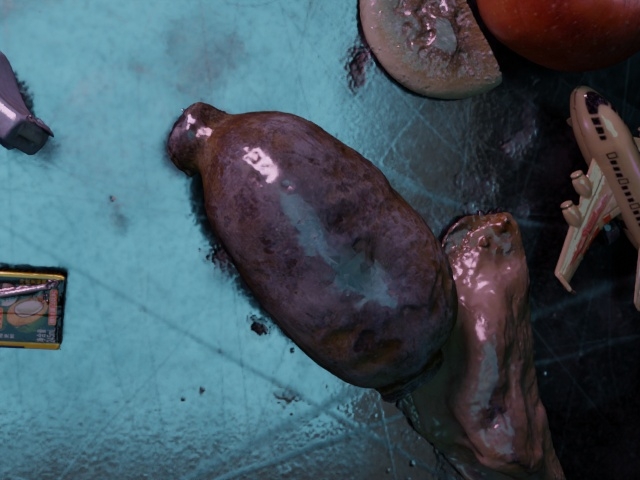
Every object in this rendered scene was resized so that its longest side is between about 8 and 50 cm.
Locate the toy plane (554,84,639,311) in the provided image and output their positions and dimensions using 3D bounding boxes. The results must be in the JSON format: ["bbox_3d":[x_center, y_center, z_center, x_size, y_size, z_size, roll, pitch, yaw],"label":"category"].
[{"bbox_3d":[0.320,-0.054,0.967,0.229,0.092,0.244,-34,99,-8],"label":"toy plane"}]

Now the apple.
[{"bbox_3d":[0.247,-0.265,0.910,0.201,0.162,0.201,-2,95,-25],"label":"apple"}]

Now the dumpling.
[{"bbox_3d":[0.165,0.140,0.946,0.166,0.086,0.332,-13,91,-15],"label":"dumpling"}]

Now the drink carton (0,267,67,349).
[{"bbox_3d":[-0.318,0.059,0.838,0.166,0.056,0.071,3,89,-13],"label":"drink carton"}]

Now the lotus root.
[{"bbox_3d":[0.001,-0.001,0.859,0.175,0.175,0.349,-44,100,-8],"label":"lotus root"}]

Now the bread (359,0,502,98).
[{"bbox_3d":[0.099,-0.222,0.935,0.112,0.036,0.193,-29,98,-9],"label":"bread"}]

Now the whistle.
[{"bbox_3d":[-0.328,-0.153,0.773,0.269,0.180,0.093,39,85,22],"label":"whistle"}]
